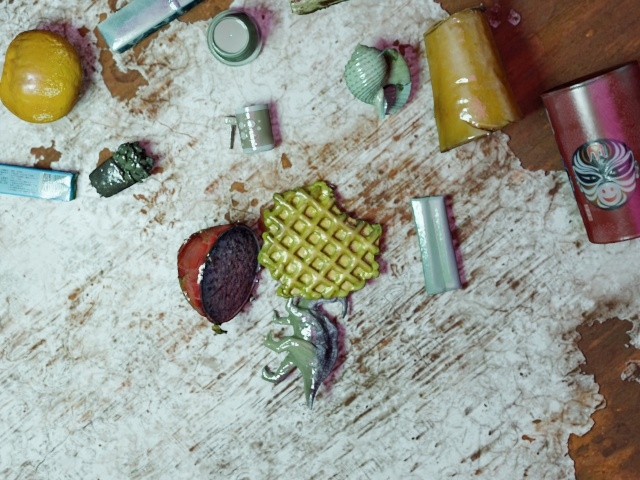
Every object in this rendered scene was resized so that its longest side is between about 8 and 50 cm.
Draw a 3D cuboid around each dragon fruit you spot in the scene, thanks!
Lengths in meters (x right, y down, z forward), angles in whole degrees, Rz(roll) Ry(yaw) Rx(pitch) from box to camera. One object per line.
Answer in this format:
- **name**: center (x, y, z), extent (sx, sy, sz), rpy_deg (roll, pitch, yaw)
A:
- **dragon fruit**: center (-0.242, 0.059, 1.790), extent (0.148, 0.218, 0.223), rpy_deg (14, 140, 27)

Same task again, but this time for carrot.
- **carrot**: center (0.295, -0.329, 1.730), extent (0.196, 0.196, 0.254), rpy_deg (-19, 91, 2)

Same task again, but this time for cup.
- **cup**: center (-0.180, -0.422, 1.731), extent (0.120, 0.141, 0.120), rpy_deg (0, 98, -2)
- **cup**: center (-0.153, -0.234, 1.789), extent (0.102, 0.074, 0.099), rpy_deg (-10, 98, 1)

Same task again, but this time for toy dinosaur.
- **toy dinosaur**: center (-0.037, 0.215, 1.849), extent (0.162, 0.077, 0.294), rpy_deg (12, 96, 5)

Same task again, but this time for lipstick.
- **lipstick**: center (-0.328, -0.494, 1.752), extent (0.290, 0.077, 0.076), rpy_deg (-31, 97, 5)

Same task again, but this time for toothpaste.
- **toothpaste**: center (-0.663, -0.132, 1.812), extent (0.267, 0.050, 0.065), rpy_deg (7, 98, -1)

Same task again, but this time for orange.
- **orange**: center (-0.571, -0.335, 1.724), extent (0.161, 0.193, 0.193), rpy_deg (10, 98, -27)

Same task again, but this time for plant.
- **plant**: center (-0.421, -0.150, 1.793), extent (0.143, 0.092, 0.094), rpy_deg (-35, 89, 12)

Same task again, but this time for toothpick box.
- **toothpick box**: center (0.604, -0.181, 1.737), extent (0.204, 0.204, 0.333), rpy_deg (-19, 97, 2)

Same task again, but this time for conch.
- **conch**: center (0.117, -0.346, 1.763), extent (0.135, 0.102, 0.153), rpy_deg (-31, 130, -7)

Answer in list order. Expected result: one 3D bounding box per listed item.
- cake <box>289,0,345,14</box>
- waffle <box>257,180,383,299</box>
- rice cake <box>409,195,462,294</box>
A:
- **cake**: center (0.044, -0.517, 1.737), extent (0.246, 0.112, 0.135), rpy_deg (13, 100, -5)
- **waffle**: center (0.000, 0.000, 1.820), extent (0.291, 0.051, 0.291), rpy_deg (0, 89, -4)
- **rice cake**: center (0.254, 0.008, 1.841), extent (0.080, 0.042, 0.221), rpy_deg (-11, 97, 3)
